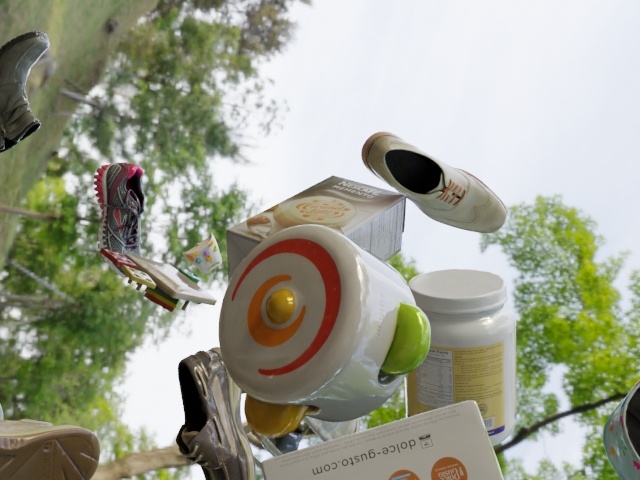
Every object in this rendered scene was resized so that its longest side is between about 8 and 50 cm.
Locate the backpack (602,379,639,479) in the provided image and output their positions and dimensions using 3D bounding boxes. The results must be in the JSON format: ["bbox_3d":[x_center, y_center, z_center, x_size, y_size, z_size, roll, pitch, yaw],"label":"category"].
[{"bbox_3d":[0.501,0.281,0.907,0.254,0.225,0.191,52,-14,24],"label":"backpack"}]

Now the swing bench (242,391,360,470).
[{"bbox_3d":[-0.057,0.424,1.671,0.254,0.253,0.165,-25,-139,10],"label":"swing bench"}]

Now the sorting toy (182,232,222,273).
[{"bbox_3d":[-0.263,0.038,1.649,0.045,0.083,0.075,31,-27,51],"label":"sorting toy"}]

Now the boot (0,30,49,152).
[{"bbox_3d":[-0.612,-0.295,1.448,0.246,0.083,0.161,-35,-95,16],"label":"boot"}]

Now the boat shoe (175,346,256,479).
[{"bbox_3d":[-0.227,0.396,1.424,0.132,0.130,0.356,-28,-113,47],"label":"boat shoe"}]

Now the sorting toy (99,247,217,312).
[{"bbox_3d":[-0.275,0.082,1.243,0.132,0.274,0.046,32,-87,26],"label":"sorting toy"}]

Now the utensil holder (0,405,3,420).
[{"bbox_3d":[-0.907,0.370,1.420,0.328,0.385,0.328,-60,167,-24],"label":"utensil holder"}]

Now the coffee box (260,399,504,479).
[{"bbox_3d":[0.145,0.472,1.133,0.338,0.337,0.335,52,21,-69],"label":"coffee box"}]

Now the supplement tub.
[{"bbox_3d":[0.296,0.247,1.518,0.241,0.240,0.332,23,-60,62],"label":"supplement tub"}]

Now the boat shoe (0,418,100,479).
[{"bbox_3d":[-0.473,0.302,0.960,0.110,0.341,0.122,2,-101,39],"label":"boat shoe"}]

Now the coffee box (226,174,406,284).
[{"bbox_3d":[0.000,0.000,1.014,0.141,0.246,0.098,18,-58,31],"label":"coffee box"}]

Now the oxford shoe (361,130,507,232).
[{"bbox_3d":[0.275,-0.112,1.636,0.141,0.396,0.146,-63,-164,11],"label":"oxford shoe"}]

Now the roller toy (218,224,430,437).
[{"bbox_3d":[-0.008,0.089,0.756,0.209,0.146,0.191,-39,-129,16],"label":"roller toy"}]

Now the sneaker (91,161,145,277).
[{"bbox_3d":[-0.505,-0.052,1.828,0.111,0.121,0.300,-5,-84,24],"label":"sneaker"}]
